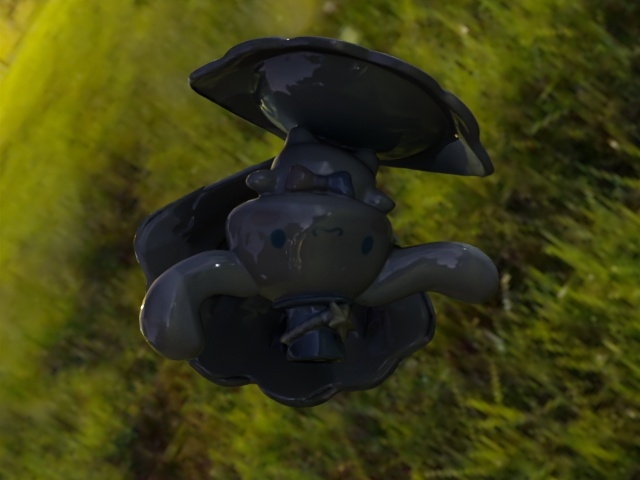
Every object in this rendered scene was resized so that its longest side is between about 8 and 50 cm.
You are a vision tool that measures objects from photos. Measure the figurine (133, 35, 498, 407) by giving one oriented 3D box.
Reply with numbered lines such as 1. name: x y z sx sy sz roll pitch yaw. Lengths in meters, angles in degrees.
1. figurine: 0.000 0.000 0.372 0.082 0.094 0.086 120 167 -77
